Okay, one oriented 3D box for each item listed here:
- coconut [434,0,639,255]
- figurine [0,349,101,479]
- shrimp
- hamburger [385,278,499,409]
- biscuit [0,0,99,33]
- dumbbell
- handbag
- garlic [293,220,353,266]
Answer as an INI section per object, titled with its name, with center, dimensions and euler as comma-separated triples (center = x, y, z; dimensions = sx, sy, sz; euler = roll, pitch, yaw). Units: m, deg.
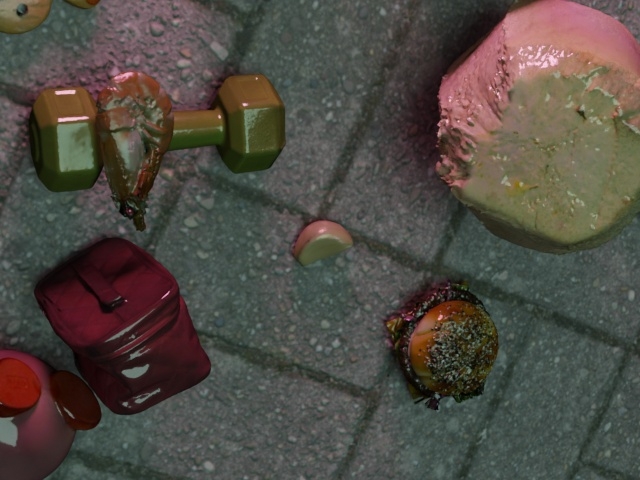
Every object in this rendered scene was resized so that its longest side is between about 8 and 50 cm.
[coconut]
center = 0.286, -0.154, 1.518
dimensions = 0.297, 0.309, 0.297
euler = 3, 114, 6
[figurine]
center = -0.374, 0.214, 1.391
dimensions = 0.173, 0.173, 0.173
euler = -7, 107, -23
[shrimp]
center = -0.208, -0.098, 1.326
dimensions = 0.091, 0.043, 0.184
euler = -4, 105, -27
[hamburger]
center = 0.185, 0.153, 1.666
dimensions = 0.164, 0.093, 0.189
euler = -37, 118, -12
[biscuit]
center = -0.302, -0.334, 1.349
dimensions = 0.153, 0.030, 0.234
euler = 43, 84, -26
[dumbbell]
center = -0.192, -0.130, 1.410
dimensions = 0.302, 0.121, 0.108
euler = -8, 136, -23
[handbag]
center = -0.234, 0.095, 1.386
dimensions = 0.146, 0.225, 0.135
euler = -31, 123, -15
[garlic]
center = 0.000, 0.001, 1.573
dimensions = 0.083, 0.041, 0.053
euler = -25, 126, -8
